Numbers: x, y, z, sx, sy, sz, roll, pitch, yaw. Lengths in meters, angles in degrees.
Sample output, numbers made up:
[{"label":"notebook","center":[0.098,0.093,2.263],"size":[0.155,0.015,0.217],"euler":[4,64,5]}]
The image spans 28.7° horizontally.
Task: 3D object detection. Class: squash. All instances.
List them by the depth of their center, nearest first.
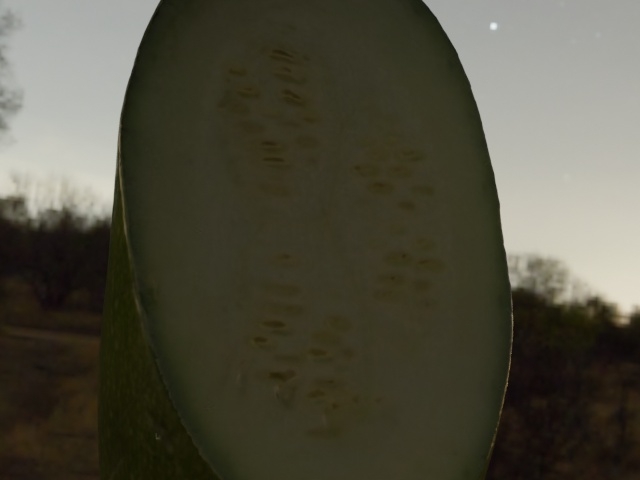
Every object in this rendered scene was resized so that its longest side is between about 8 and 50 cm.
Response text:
[{"label":"squash","center":[0.000,0.000,0.551],"size":[0.189,0.261,0.189],"euler":[10,13,-2]}]
